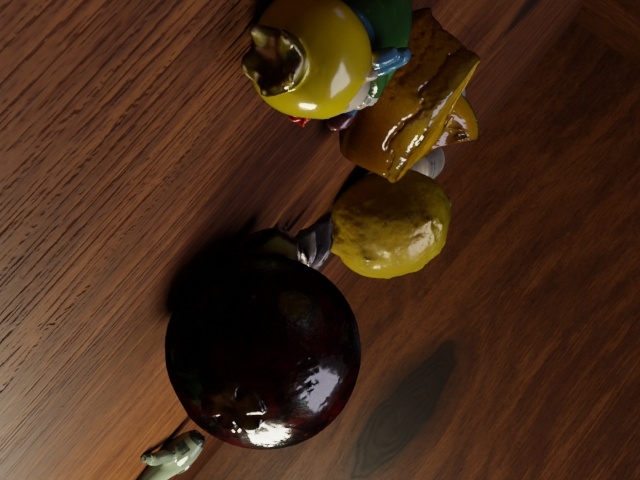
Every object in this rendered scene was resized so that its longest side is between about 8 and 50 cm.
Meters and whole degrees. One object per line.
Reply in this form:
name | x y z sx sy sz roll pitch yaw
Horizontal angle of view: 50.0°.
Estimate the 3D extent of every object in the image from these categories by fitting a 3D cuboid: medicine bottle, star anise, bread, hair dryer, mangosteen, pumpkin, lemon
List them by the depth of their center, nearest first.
bread | 0.118 -0.202 0.987 0.195 0.143 0.269 -50 173 -23
mangosteen | -0.083 0.152 1.011 0.311 0.311 0.311 -49 171 -11
star anise | -0.060 0.042 1.277 0.229 0.093 0.236 -43 167 -11
pumpkin | 0.209 -0.248 1.471 0.254 0.149 0.130 -25 -160 -34
lemon | 0.147 -0.037 1.473 0.288 0.233 0.233 -24 165 -10
medicine bottle | 0.219 -0.179 1.665 0.114 0.114 0.252 -56 169 27
hair dryer | -0.418 0.579 1.730 0.219 0.088 0.225 -50 159 21

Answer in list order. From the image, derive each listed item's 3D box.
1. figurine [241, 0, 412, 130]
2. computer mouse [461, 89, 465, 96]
figurine | -0.005 -0.162 0.668 0.185 0.127 0.234 -49 -175 43
computer mouse | 0.290 -0.312 1.627 0.229 0.068 0.113 -43 166 -44
